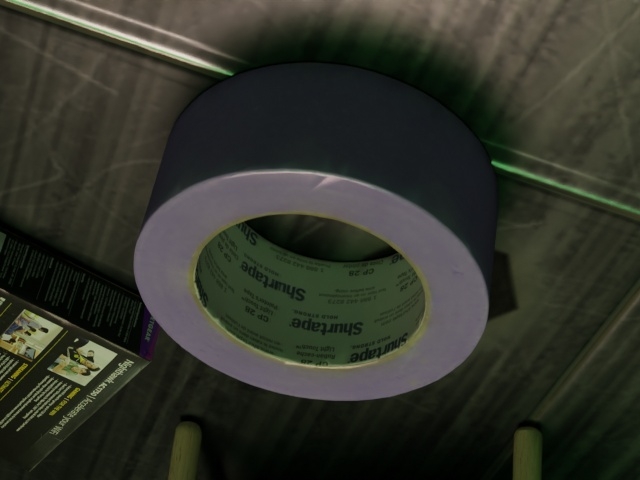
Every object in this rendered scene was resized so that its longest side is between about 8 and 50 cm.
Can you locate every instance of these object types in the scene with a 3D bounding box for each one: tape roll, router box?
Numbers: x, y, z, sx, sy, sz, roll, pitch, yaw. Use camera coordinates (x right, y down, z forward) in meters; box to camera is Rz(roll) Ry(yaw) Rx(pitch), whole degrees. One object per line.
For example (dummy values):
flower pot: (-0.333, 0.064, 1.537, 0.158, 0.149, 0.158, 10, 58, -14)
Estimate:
tape roll: (0.000, 0.000, 0.822, 0.189, 0.080, 0.189, 6, 140, 5)
router box: (-0.202, 0.072, 0.974, 0.133, 0.046, 0.179, 29, 136, -20)

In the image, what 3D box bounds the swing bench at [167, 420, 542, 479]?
swing bench: (0.015, 0.265, 0.985, 0.253, 0.254, 0.165, 1, 138, 12)
